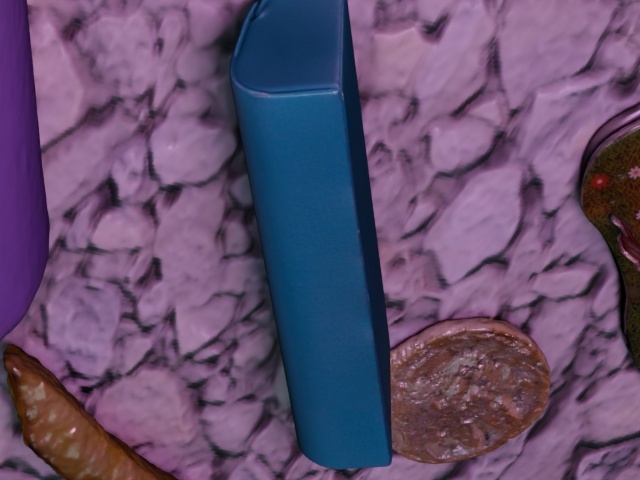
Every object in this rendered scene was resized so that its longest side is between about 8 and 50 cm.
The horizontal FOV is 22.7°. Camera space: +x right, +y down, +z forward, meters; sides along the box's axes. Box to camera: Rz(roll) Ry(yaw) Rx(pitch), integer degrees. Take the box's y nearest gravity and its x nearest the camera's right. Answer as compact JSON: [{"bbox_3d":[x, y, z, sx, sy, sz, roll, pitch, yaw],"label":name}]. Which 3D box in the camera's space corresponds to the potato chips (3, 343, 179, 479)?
[{"bbox_3d":[-0.093,0.194,1.147,0.080,0.057,0.407,-46,124,9],"label":"potato chips"}]

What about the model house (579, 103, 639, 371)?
[{"bbox_3d":[0.306,0.042,1.037,0.207,0.154,0.294,-22,131,5],"label":"model house"}]

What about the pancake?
[{"bbox_3d":[0.099,0.109,1.136,0.139,0.022,0.139,-6,130,-7],"label":"pancake"}]

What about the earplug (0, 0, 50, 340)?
[{"bbox_3d":[-0.225,-0.138,0.689,0.215,0.215,0.456,-1,140,-11],"label":"earplug"}]

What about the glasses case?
[{"bbox_3d":[-0.001,-0.001,0.967,0.070,0.117,0.301,-5,130,7],"label":"glasses case"}]
